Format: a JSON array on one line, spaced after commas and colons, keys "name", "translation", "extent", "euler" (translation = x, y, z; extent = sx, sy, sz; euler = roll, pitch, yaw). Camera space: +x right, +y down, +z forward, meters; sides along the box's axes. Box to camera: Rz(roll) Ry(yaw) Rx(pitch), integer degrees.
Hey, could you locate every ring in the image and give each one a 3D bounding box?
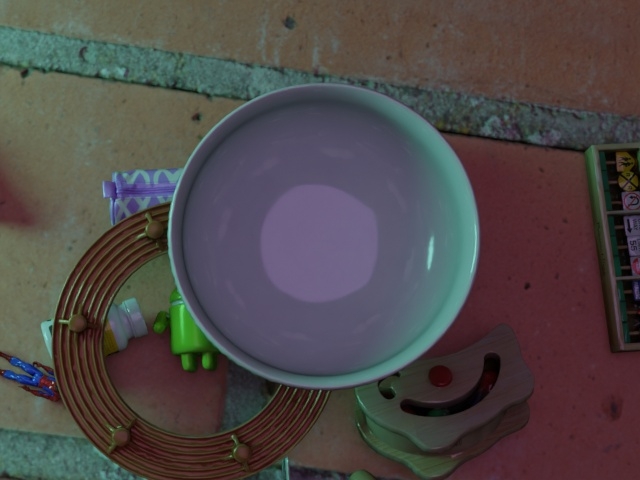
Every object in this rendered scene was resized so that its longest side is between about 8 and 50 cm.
[{"name": "ring", "translation": [-0.141, 0.116, 1.516], "extent": [0.336, 0.032, 0.337], "euler": [1, 84, -7]}]

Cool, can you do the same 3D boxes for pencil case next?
[{"name": "pencil case", "translation": [-0.157, -0.050, 1.590], "extent": [0.206, 0.088, 0.086], "euler": [-5, 78, -7]}]

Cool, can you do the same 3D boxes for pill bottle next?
[{"name": "pill bottle", "translation": [-0.267, 0.109, 1.556], "extent": [0.116, 0.065, 0.065], "euler": [-20, 81, -9]}]

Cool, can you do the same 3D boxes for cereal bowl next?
[{"name": "cereal bowl", "translation": [0.000, 0.000, 1.461], "extent": [0.339, 0.141, 0.339], "euler": [1, 84, -6]}]

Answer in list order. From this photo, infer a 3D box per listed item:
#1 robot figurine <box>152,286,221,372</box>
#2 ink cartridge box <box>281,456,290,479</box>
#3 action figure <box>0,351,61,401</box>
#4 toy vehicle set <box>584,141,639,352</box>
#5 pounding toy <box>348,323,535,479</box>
[{"name": "robot figurine", "translation": [-0.147, 0.099, 1.570], "extent": [0.101, 0.067, 0.115], "euler": [-4, 79, 6]}, {"name": "ink cartridge box", "translation": [-0.062, 0.344, 1.512], "extent": [0.060, 0.104, 0.180], "euler": [-3, 78, -6]}, {"name": "action figure", "translation": [-0.341, 0.163, 1.557], "extent": [0.115, 0.030, 0.038], "euler": [24, 72, -3]}, {"name": "toy vehicle set", "translation": [0.437, 0.006, 1.670], "extent": [0.166, 0.035, 0.267], "euler": [-4, 79, -7]}, {"name": "pounding toy", "translation": [0.126, 0.217, 1.577], "extent": [0.269, 0.155, 0.154], "euler": [-28, 54, -20]}]
